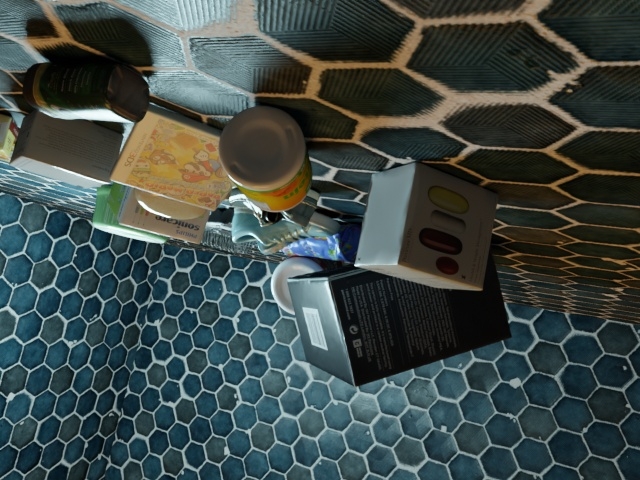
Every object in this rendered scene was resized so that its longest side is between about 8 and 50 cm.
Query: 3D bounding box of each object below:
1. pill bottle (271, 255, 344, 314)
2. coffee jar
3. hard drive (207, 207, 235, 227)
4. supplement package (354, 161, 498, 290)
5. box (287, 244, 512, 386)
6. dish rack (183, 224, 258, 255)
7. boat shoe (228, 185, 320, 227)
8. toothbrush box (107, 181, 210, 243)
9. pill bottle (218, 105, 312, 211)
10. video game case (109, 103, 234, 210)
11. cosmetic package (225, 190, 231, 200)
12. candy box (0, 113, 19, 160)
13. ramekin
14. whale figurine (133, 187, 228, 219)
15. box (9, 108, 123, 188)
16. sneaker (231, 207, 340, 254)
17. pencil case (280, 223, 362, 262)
[{"bbox_3d":[-0.031,0.123,2.019,0.210,0.210,0.363,10,-165,12],"label":"pill bottle"},{"bbox_3d":[-0.367,-0.232,0.856,0.184,0.079,0.096,8,173,22],"label":"coffee jar"},{"bbox_3d":[-0.268,-0.045,2.040,0.237,0.064,0.339,5,170,42],"label":"hard drive"},{"bbox_3d":[0.203,-0.021,1.053,0.203,0.194,0.149,16,170,-26],"label":"supplement package"},{"bbox_3d":[0.202,0.193,1.621,0.472,0.297,0.480,-14,179,-16],"label":"box"},{"bbox_3d":[-0.346,0.001,1.990,0.208,0.074,0.271,18,170,-38],"label":"dish rack"},{"bbox_3d":[-0.140,-0.088,1.428,0.319,0.099,0.116,5,169,41],"label":"boat shoe"},{"bbox_3d":[-0.435,-0.102,1.462,0.206,0.122,0.283,17,-172,-30],"label":"toothbrush box"},{"bbox_3d":[-0.084,-0.126,0.958,0.136,0.136,0.245,11,172,5],"label":"pill bottle"},{"bbox_3d":[-0.269,-0.153,1.075,0.227,0.026,0.206,17,138,-30],"label":"video game case"},{"bbox_3d":[-0.285,-0.144,1.406,0.115,0.060,0.041,16,172,-19],"label":"cosmetic package"},{"bbox_3d":[-0.884,-0.277,1.268,0.316,0.087,0.183,16,171,-21],"label":"candy box"},{"bbox_3d":[-0.696,-0.090,2.049,0.303,0.148,0.303,12,172,2],"label":"ramekin"},{"bbox_3d":[-0.297,-0.155,1.215,0.216,0.141,0.272,19,145,-34],"label":"whale figurine"},{"bbox_3d":[-0.566,-0.201,1.219,0.182,0.119,0.181,18,169,-37],"label":"box"},{"bbox_3d":[-0.112,-0.021,1.668,0.366,0.150,0.135,7,171,31],"label":"sneaker"},{"bbox_3d":[0.000,0.000,1.760,0.306,0.119,0.133,5,159,43],"label":"pencil case"}]
